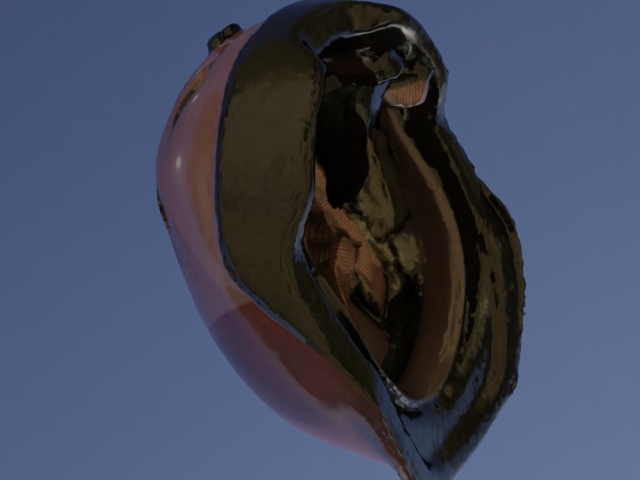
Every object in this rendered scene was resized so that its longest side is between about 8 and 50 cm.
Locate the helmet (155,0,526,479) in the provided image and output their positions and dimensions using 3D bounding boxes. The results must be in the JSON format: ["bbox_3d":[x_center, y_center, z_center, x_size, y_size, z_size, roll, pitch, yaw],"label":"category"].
[{"bbox_3d":[0.000,0.000,0.915,0.154,0.198,0.253,5,-62,28],"label":"helmet"}]
